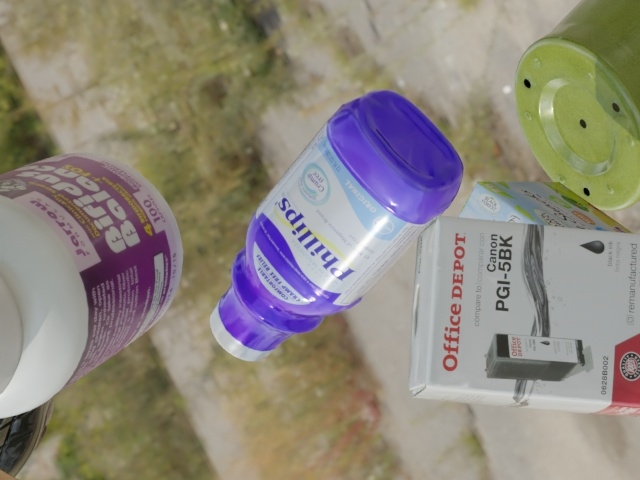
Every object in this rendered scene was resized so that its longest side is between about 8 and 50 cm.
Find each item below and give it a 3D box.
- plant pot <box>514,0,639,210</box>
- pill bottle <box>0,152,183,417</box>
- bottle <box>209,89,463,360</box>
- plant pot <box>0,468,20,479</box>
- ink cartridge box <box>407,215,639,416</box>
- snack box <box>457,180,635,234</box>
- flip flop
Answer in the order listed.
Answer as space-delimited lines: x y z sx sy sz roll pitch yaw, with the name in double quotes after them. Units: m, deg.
0.453 -0.213 1.976 0.366 0.353 0.366 42 149 33 "plant pot"
-0.229 0.035 1.155 0.169 0.169 0.301 63 -161 -4 "pill bottle"
0.000 0.000 1.286 0.118 0.092 0.283 49 130 8 "bottle"
-0.333 0.271 1.367 0.188 0.205 0.205 24 -172 -27 "plant pot"
0.122 0.043 0.859 0.056 0.135 0.099 119 155 -79 "ink cartridge box"
0.268 0.006 1.679 0.174 0.070 0.207 37 -158 27 "snack box"
-0.393 0.229 1.984 0.277 0.112 0.080 -84 -18 -54 "flip flop"
